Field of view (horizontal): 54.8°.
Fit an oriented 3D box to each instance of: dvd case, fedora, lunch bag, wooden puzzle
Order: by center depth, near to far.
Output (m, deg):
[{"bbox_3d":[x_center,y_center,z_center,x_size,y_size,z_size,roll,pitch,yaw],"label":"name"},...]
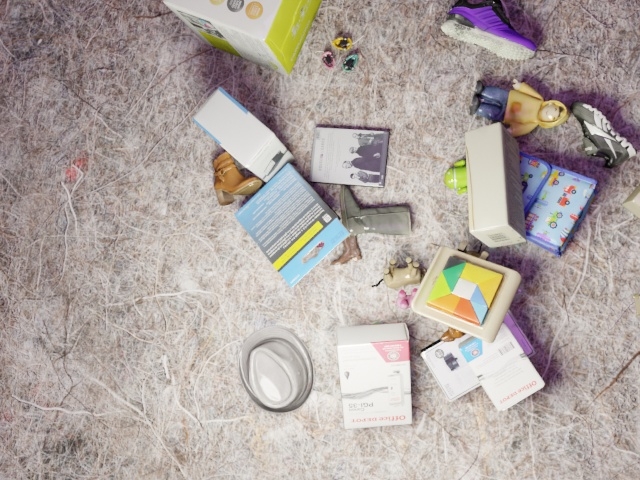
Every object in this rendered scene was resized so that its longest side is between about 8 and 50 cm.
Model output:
[{"bbox_3d":[0.395,0.137,1.675,0.238,0.044,0.221,23,67,21],"label":"wooden puzzle"},{"bbox_3d":[0.621,-0.122,1.812,0.293,0.138,0.221,30,93,26],"label":"lunch bag"},{"bbox_3d":[-0.147,0.405,1.898,0.243,0.124,0.276,-22,83,7],"label":"fedora"},{"bbox_3d":[0.091,-0.262,1.943,0.238,0.029,0.180,5,86,11],"label":"dvd case"}]

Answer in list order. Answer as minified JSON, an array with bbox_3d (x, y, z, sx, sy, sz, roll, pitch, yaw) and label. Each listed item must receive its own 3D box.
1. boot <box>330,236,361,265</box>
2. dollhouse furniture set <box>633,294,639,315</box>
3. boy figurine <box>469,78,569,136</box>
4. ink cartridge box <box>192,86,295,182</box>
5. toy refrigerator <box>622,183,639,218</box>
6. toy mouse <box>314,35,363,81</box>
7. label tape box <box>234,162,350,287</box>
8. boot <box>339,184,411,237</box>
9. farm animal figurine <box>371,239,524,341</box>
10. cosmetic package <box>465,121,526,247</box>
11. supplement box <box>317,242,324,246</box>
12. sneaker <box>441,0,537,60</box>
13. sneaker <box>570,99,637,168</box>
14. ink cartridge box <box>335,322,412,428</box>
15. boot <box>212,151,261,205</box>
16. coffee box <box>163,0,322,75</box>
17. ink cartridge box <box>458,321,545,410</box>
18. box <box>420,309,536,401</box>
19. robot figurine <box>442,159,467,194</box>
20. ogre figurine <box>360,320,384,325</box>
[{"bbox_3d":[0.069,0.016,1.928,0.106,0.037,0.114,-14,87,-5],"label":"boot"},{"bbox_3d":[0.946,0.224,1.752,0.058,0.076,0.152,-9,87,-4],"label":"dollhouse furniture set"},{"bbox_3d":[0.591,-0.386,1.837,0.285,0.092,0.177,18,87,13],"label":"boy figurine"},{"bbox_3d":[-0.221,-0.303,1.861,0.223,0.307,0.129,41,92,10],"label":"ink cartridge box"},{"bbox_3d":[0.996,-0.181,1.749,0.094,0.102,0.270,40,93,10],"label":"toy refrigerator"},{"bbox_3d":[0.062,-0.572,1.967,0.160,0.031,0.143,-2,86,10],"label":"toy mouse"},{"bbox_3d":[-0.073,-0.036,1.870,0.240,0.106,0.334,-43,61,5],"label":"label tape box"},{"bbox_3d":[0.167,-0.093,1.900,0.208,0.076,0.190,-9,74,6],"label":"boot"},{"bbox_3d":[0.372,0.140,1.804,0.326,0.172,0.330,-40,62,-12],"label":"farm animal figurine"},{"bbox_3d":[0.494,-0.153,1.742,0.113,0.160,0.310,-12,65,33],"label":"cosmetic package"},{"bbox_3d":[0.000,0.000,1.932,0.083,0.055,0.043,2,86,11],"label":"supplement box"},{"bbox_3d":[0.526,-0.654,1.857,0.293,0.102,0.146,25,90,10],"label":"sneaker"},{"bbox_3d":[0.802,-0.304,1.801,0.106,0.078,0.234,-42,83,2],"label":"sneaker"},{"bbox_3d":[0.157,0.393,1.787,0.207,0.117,0.283,-5,110,2],"label":"ink cartridge box"},{"bbox_3d":[-0.274,-0.210,1.952,0.197,0.072,0.153,-21,76,36],"label":"boot"},{"bbox_3d":[-0.205,-0.753,1.868,0.334,0.338,0.338,24,91,10],"label":"coffee box"},{"bbox_3d":[0.501,0.346,1.720,0.148,0.086,0.203,-32,84,7],"label":"ink cartridge box"},{"bbox_3d":[0.461,0.328,1.817,0.289,0.087,0.169,-33,82,7],"label":"box"},{"bbox_3d":[0.427,-0.190,1.863,0.115,0.067,0.101,-4,82,9],"label":"robot figurine"},{"bbox_3d":[0.146,0.317,1.869,0.196,0.097,0.118,-18,95,19],"label":"ogre figurine"}]
